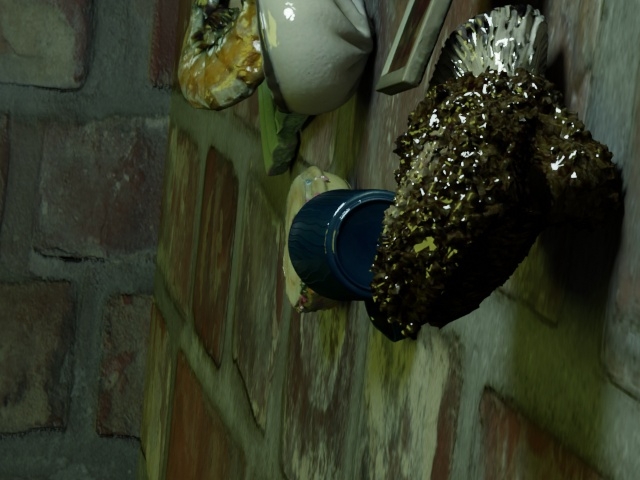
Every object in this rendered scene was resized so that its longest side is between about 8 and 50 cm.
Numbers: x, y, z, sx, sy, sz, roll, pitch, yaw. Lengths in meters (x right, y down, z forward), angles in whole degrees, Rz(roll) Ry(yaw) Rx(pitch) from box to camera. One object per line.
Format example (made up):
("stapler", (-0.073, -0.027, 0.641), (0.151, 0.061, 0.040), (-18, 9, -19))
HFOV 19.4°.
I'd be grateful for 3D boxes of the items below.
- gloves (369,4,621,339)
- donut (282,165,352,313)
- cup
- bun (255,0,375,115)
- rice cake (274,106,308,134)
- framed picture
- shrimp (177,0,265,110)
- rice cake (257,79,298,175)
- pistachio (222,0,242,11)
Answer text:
("gloves", (0.124, -0.046, 1.394), (0.210, 0.135, 0.312), (-47, 14, 40))
("donut", (0.000, 0.000, 2.141), (0.174, 0.068, 0.174), (-178, 90, -79))
("cup", (0.052, 0.015, 1.846), (0.113, 0.150, 0.138), (-53, 11, -8))
("bun", (0.000, -0.228, 2.087), (0.173, 0.120, 0.172), (-10, -90, -79))
("rice cake", (-0.021, -0.214, 2.367), (0.237, 0.043, 0.127), (142, 132, -73))
("framed picture", (0.115, -0.260, 1.557), (0.211, 0.020, 0.289), (-146, 77, -85))
("shrimp", (-0.087, -0.334, 2.377), (0.233, 0.071, 0.365), (15, 83, 54))
("rice cake", (-0.062, -0.185, 2.553), (0.080, 0.042, 0.221), (109, 160, -47))
("pistachio", (-0.078, -0.352, 2.506), (0.136, 0.136, 0.226), (109, 158, -51))
